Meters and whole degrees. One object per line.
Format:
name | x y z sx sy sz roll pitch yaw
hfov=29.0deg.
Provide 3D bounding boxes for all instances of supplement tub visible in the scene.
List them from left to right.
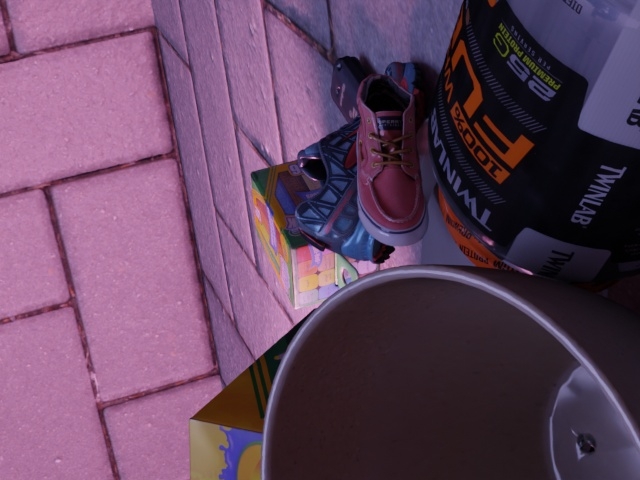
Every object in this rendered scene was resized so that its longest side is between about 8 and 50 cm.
supplement tub | 0.183 -0.108 0.764 0.338 0.207 0.207 102 150 -60

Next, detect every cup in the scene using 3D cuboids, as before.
cup | 0.154 0.166 0.820 0.331 0.237 0.331 10 104 45

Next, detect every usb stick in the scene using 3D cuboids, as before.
usb stick | 0.077 -0.123 1.474 0.278 0.045 0.077 -119 19 -44

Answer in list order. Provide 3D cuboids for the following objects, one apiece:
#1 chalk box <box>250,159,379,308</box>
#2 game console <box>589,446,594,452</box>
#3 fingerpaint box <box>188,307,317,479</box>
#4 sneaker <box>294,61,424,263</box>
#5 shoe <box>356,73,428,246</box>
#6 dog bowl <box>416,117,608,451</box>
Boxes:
chalk box | 0.000 0.000 1.716 0.132 0.132 0.213 88 160 -44
game console | 0.261 0.255 1.103 0.107 0.071 0.122 18 135 20
fingerpaint box | -0.013 0.357 1.538 0.371 0.163 0.445 -39 -47 -62
sneaker | 0.039 -0.100 1.319 0.104 0.125 0.262 87 -164 -52
shoe | 0.062 -0.078 1.140 0.178 0.063 0.081 -97 3 -49
dog bowl | 0.159 0.059 1.122 0.349 0.102 0.349 176 90 -82
